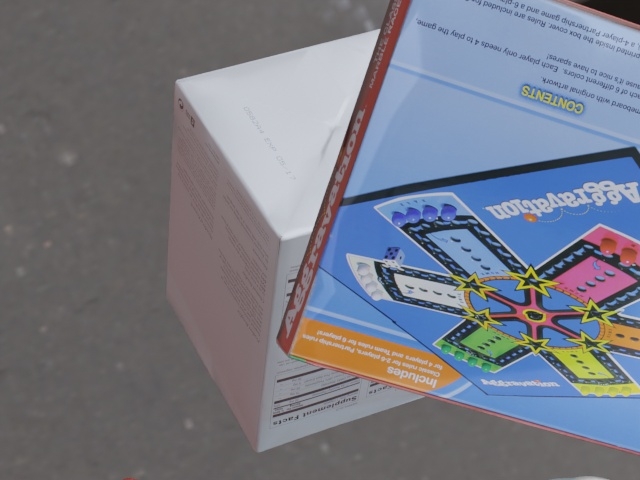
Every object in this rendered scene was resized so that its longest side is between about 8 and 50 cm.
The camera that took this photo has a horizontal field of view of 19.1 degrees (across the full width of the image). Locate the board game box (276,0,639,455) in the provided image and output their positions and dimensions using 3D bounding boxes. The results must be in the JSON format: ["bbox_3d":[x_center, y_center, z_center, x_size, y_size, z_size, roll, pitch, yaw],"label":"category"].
[{"bbox_3d":[0.138,0.009,0.678,0.281,0.027,0.145,17,97,-16],"label":"board game box"}]

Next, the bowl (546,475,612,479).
[{"bbox_3d":[0.255,0.327,1.698,0.312,0.163,0.311,27,18,-9],"label":"bowl"}]

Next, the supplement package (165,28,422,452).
[{"bbox_3d":[0.000,0.000,1.599,0.198,0.262,0.199,-16,50,-22],"label":"supplement package"}]

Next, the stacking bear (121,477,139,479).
[{"bbox_3d":[-0.160,0.329,1.380,0.164,0.175,0.289,33,21,-3],"label":"stacking bear"}]
